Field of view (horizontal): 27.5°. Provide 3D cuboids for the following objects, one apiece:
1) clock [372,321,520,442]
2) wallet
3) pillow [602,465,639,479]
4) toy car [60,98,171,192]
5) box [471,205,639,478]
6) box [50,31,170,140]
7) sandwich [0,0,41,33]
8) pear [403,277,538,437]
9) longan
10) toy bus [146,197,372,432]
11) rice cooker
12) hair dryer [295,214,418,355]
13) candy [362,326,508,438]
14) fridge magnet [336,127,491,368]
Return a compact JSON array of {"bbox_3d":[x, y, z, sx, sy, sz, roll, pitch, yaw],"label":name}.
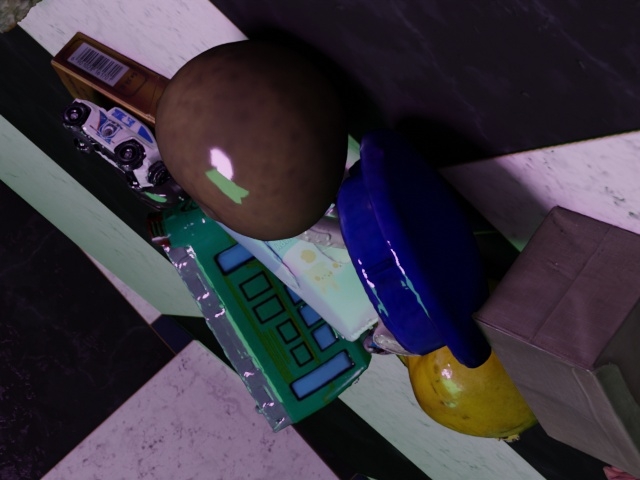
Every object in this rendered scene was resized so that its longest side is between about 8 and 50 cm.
[{"bbox_3d":[0.182,0.152,1.796,0.293,0.071,0.277,48,165,-7],"label":"clock"},{"bbox_3d":[0.000,0.000,1.630,0.250,0.075,0.176,43,127,-10],"label":"wallet"},{"bbox_3d":[0.503,0.373,1.688,0.236,0.084,0.223,44,166,-12],"label":"pillow"},{"bbox_3d":[-0.268,-0.130,1.750,0.170,0.070,0.080,34,163,20],"label":"toy car"},{"bbox_3d":[0.285,0.108,1.294,0.155,0.149,0.231,23,158,44],"label":"box"},{"bbox_3d":[-0.253,-0.182,1.830,0.240,0.071,0.159,30,160,29],"label":"box"},{"bbox_3d":[-0.404,-0.351,1.626,0.254,0.099,0.288,28,161,35],"label":"sandwich"},{"bbox_3d":[0.193,0.139,1.541,0.200,0.200,0.200,35,164,11],"label":"pear"},{"bbox_3d":[-0.066,-0.109,1.385,0.220,0.196,0.196,53,165,4],"label":"longan"},{"bbox_3d":[-0.074,0.071,1.801,0.343,0.199,0.183,60,-179,-18],"label":"toy bus"},{"bbox_3d":[-0.233,-0.102,1.934,0.165,0.112,0.106,38,170,11],"label":"rice cooker"},{"bbox_3d":[0.014,0.019,1.465,0.237,0.206,0.075,19,131,-12],"label":"hair dryer"},{"bbox_3d":[0.154,0.181,1.656,0.226,0.094,0.051,36,124,2],"label":"candy"},{"bbox_3d":[0.100,0.011,1.334,0.265,0.112,0.265,57,-163,-28],"label":"fridge magnet"}]
